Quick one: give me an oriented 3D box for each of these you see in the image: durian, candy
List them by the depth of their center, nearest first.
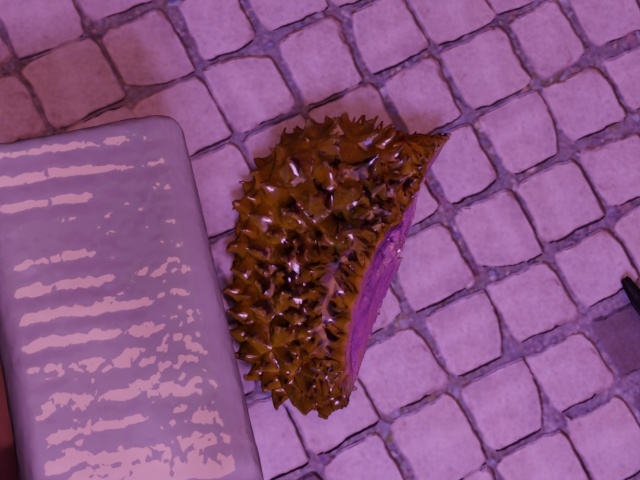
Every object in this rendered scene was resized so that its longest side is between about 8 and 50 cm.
[{"bbox_3d":[-0.184,0.078,1.259,0.208,0.145,0.359,-8,72,-15],"label":"candy"},{"bbox_3d":[-0.001,0.001,1.412,0.191,0.112,0.341,25,74,-7],"label":"durian"}]

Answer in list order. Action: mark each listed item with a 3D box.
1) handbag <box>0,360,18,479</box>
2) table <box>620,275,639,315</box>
[{"bbox_3d":[-0.263,0.144,1.342,0.275,0.084,0.260,-20,78,-16],"label":"handbag"},{"bbox_3d":[0.488,0.089,1.418,0.317,0.317,0.249,-8,63,-13],"label":"table"}]
